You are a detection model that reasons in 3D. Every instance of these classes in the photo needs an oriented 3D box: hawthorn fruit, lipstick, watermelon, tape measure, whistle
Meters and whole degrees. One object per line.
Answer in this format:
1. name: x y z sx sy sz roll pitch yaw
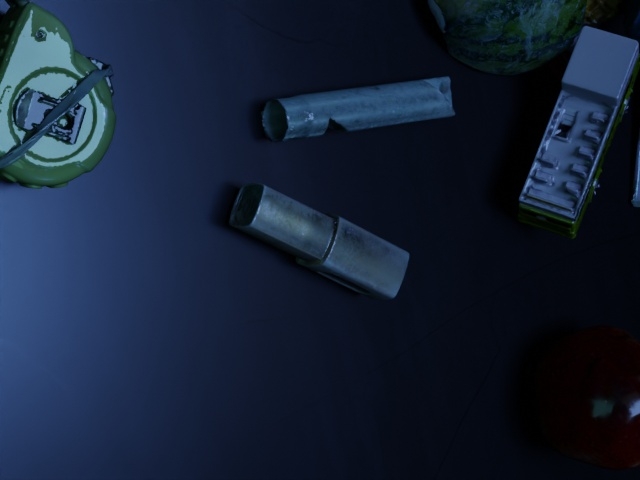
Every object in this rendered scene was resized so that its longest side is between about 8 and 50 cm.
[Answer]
1. hawthorn fruit: 0.458 0.256 1.931 0.230 0.266 0.210 19 99 -32
2. lipstick: 0.000 0.000 1.688 0.253 0.079 0.077 28 76 -35
3. watermelon: 0.271 -0.363 1.842 0.224 0.180 0.305 -21 115 12
4. tape measure: -0.315 -0.147 1.433 0.175 0.106 0.200 29 77 -30
5. whistle: 0.062 -0.180 1.738 0.312 0.062 0.062 -12 99 -35

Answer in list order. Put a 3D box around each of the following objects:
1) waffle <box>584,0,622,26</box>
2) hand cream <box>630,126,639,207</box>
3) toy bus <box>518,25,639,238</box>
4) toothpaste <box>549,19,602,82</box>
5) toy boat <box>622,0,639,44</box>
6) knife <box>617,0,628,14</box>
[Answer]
1. waffle: 0.388 -0.400 1.928 0.191 0.038 0.191 -2 114 -6
2. hand cream: 0.555 -0.191 2.116 0.079 0.050 0.275 3 96 -9
3. toy bus: 0.390 -0.163 1.913 0.139 0.113 0.301 49 62 -72
4. toothpaste: 0.418 -0.333 2.011 0.190 0.031 0.048 -56 130 -16
5. toy boat: 0.552 -0.426 1.940 0.123 0.215 0.329 16 55 2
6. knife: 0.528 -0.463 2.093 0.060 0.028 0.230 39 66 -41
